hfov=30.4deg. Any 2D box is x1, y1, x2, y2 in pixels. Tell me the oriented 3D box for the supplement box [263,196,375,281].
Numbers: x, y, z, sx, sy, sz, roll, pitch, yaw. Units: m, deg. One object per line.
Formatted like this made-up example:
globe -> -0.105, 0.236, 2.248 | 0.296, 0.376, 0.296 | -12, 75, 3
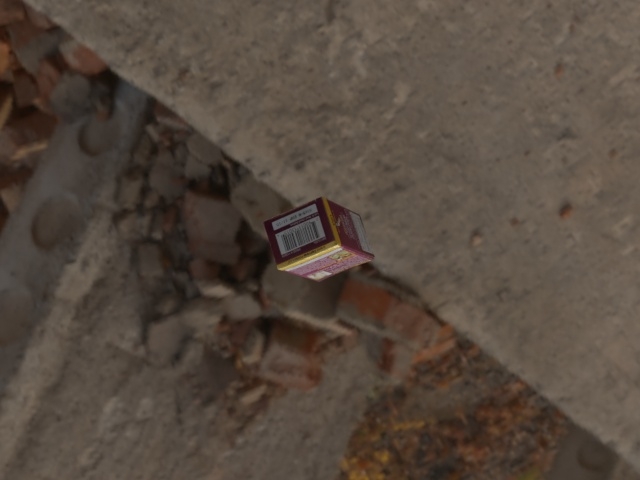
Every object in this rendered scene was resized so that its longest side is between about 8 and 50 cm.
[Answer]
supplement box -> 0.000, 0.000, 0.928 | 0.055, 0.043, 0.083 | -23, 163, 17
